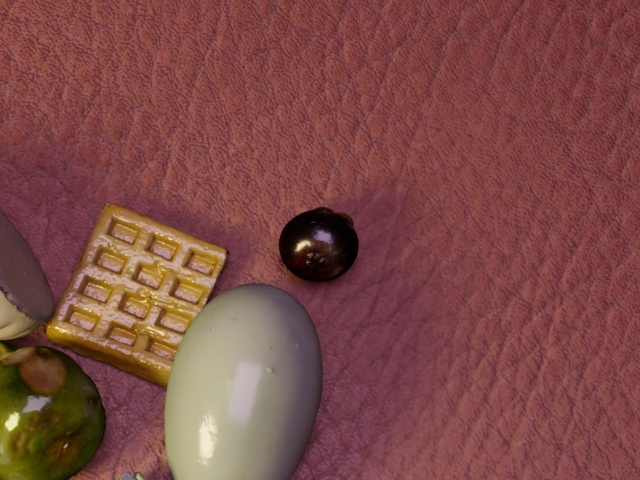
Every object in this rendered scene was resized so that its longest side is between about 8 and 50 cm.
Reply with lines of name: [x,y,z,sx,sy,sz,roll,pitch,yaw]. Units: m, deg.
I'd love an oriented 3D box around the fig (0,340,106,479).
fig: [-0.444,0.235,1.922,0.206,0.206,0.275,-36,44,-17]

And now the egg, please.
egg: [-0.118,0.244,1.906,0.229,0.230,0.371,13,74,-1]

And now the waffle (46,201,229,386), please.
waffle: [-0.289,0.083,2.039,0.221,0.055,0.248,21,70,2]

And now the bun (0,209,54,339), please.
bun: [-0.544,0.057,1.935,0.175,0.263,0.263,-33,75,5]

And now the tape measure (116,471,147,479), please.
tape measure: [-0.260,0.409,1.869,0.087,0.177,0.154,-43,93,-17]

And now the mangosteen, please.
mangosteen: [0.000,0.000,2.076,0.140,0.140,0.140,2,70,-5]
